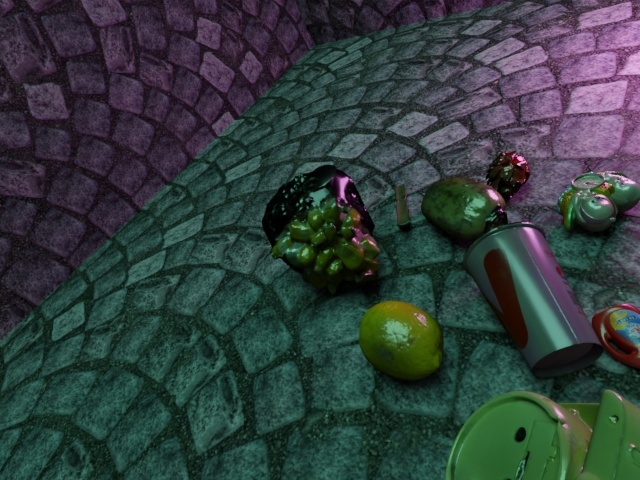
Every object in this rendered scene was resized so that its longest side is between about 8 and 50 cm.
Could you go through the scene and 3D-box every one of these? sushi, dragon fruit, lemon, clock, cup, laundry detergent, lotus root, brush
[{"bbox_3d":[0.000,0.000,1.198,0.329,0.328,0.285,-16,50,15],"label":"sushi"},{"bbox_3d":[0.549,-0.194,1.225,0.121,0.130,0.141,16,96,34],"label":"dragon fruit"},{"bbox_3d":[0.183,0.226,0.946,0.207,0.170,0.170,16,56,33],"label":"lemon"},{"bbox_3d":[0.694,-0.098,1.037,0.231,0.103,0.144,-36,30,-11],"label":"clock"},{"bbox_3d":[0.447,0.127,0.884,0.203,0.203,0.288,-21,45,11],"label":"cup"},{"bbox_3d":[0.604,0.202,0.796,0.097,0.049,0.165,-25,38,17],"label":"laundry detergent"},{"bbox_3d":[0.310,0.362,0.624,0.286,0.117,0.348,-58,7,-23],"label":"clock"},{"bbox_3d":[0.391,-0.093,1.194,0.173,0.173,0.309,-37,31,-10],"label":"lotus root"},{"bbox_3d":[0.272,-0.114,1.383,0.043,0.036,0.248,-12,34,14],"label":"brush"}]
